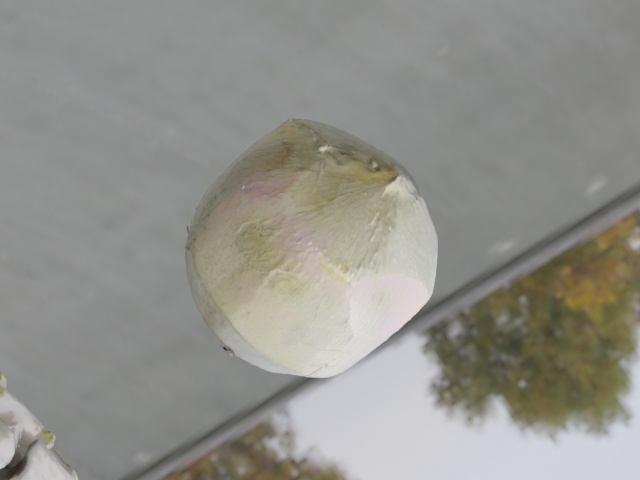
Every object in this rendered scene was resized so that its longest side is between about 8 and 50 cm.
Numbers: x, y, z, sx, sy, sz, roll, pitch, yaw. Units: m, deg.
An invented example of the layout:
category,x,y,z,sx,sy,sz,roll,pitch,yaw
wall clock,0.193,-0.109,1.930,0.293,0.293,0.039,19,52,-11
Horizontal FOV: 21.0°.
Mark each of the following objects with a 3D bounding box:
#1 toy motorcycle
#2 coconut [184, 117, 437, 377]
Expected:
category,x,y,z,sx,sy,sz,roll,pitch,yaw
toy motorcycle,-0.327,0.167,1.604,0.108,0.340,0.223,-40,176,-11
coconut,-0.002,-0.002,1.601,0.230,0.227,0.227,-41,178,27
